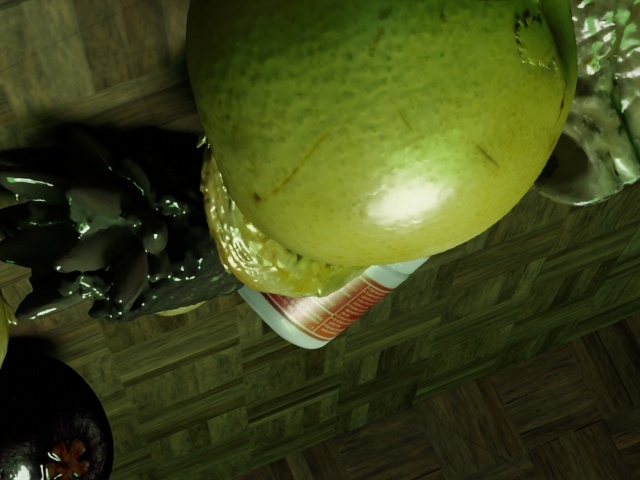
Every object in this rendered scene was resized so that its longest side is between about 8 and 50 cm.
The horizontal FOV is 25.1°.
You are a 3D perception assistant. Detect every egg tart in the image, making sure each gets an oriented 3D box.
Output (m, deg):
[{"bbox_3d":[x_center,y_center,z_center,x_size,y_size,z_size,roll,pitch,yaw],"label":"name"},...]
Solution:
[{"bbox_3d":[-0.016,-0.092,1.497,0.315,0.120,0.315,-18,119,-36],"label":"egg tart"}]

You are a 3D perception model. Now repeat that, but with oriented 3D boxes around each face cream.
[{"bbox_3d":[0.000,0.000,1.712,0.187,0.201,0.201,-40,157,15],"label":"face cream"}]

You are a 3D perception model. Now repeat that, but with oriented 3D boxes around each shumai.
[{"bbox_3d":[0.280,-0.181,1.512,0.267,0.262,0.314,-8,154,-41],"label":"shumai"}]

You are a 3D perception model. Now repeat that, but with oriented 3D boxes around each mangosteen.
[{"bbox_3d":[-0.432,0.275,1.945,0.302,0.275,0.275,2,-178,41],"label":"mangosteen"}]

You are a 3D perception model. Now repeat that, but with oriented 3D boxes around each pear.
[{"bbox_3d":[0.049,-0.149,1.198,0.348,0.348,0.348,-21,161,-8],"label":"pear"}]

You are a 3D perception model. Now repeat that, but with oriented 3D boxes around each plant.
[{"bbox_3d":[-0.202,0.000,1.520,0.181,0.194,0.320,-40,158,31],"label":"plant"}]

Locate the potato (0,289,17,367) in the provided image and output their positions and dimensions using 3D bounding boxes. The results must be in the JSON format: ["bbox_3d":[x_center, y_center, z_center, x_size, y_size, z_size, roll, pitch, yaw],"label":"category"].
[{"bbox_3d":[-0.445,0.061,1.404,0.299,0.196,0.246,30,162,-16],"label":"potato"}]

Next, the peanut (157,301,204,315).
[{"bbox_3d":[-0.155,0.040,1.854,0.192,0.089,0.089,-32,160,22],"label":"peanut"}]
